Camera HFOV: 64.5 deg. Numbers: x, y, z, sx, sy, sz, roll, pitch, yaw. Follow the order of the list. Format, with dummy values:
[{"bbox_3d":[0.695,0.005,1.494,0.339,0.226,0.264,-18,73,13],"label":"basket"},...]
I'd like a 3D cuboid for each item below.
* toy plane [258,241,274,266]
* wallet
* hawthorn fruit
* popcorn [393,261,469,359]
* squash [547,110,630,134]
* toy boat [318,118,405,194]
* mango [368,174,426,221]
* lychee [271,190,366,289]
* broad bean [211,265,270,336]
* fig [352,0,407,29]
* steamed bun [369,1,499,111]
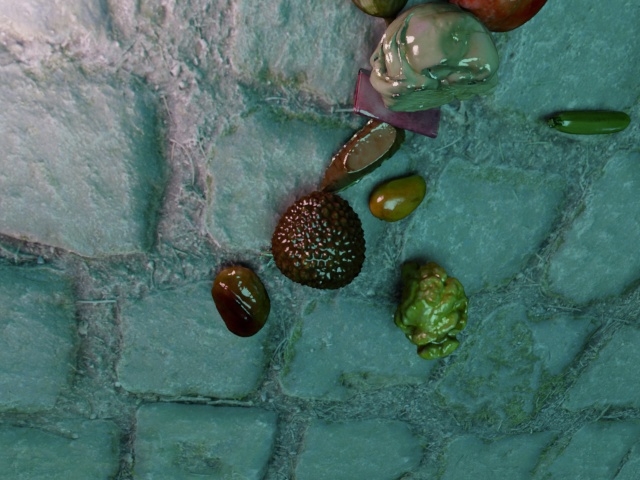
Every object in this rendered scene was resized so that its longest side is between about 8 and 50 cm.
[{"bbox_3d":[-0.134,0.038,1.437,0.083,0.033,0.080,1,118,-20],"label":"toy plane"},{"bbox_3d":[0.194,-0.337,1.259,0.232,0.025,0.119,13,77,-18],"label":"wallet"},{"bbox_3d":[0.393,-0.560,1.067,0.241,0.272,0.242,-6,116,-13],"label":"hawthorn fruit"},{"bbox_3d":[0.325,0.196,1.504,0.235,0.242,0.250,-25,118,7],"label":"popcorn"},{"bbox_3d":[0.728,-0.324,1.389,0.252,0.066,0.066,-2,119,-10],"label":"squash"},{"bbox_3d":[0.096,-0.209,1.308,0.293,0.099,0.108,-41,92,12],"label":"toy boat"},{"bbox_3d":[0.213,-0.113,1.394,0.165,0.089,0.115,-17,112,-5],"label":"mango"},{"bbox_3d":[0.000,0.000,1.324,0.267,0.267,0.268,-5,120,-9],"label":"lychee"},{"bbox_3d":[-0.226,0.172,1.444,0.156,0.122,0.229,-3,117,20],"label":"broad bean"},{"bbox_3d":[0.140,-0.520,1.129,0.149,0.149,0.245,-19,132,-1],"label":"fig"},{"bbox_3d":[0.246,-0.411,1.115,0.267,0.280,0.207,-6,92,20],"label":"steamed bun"}]
